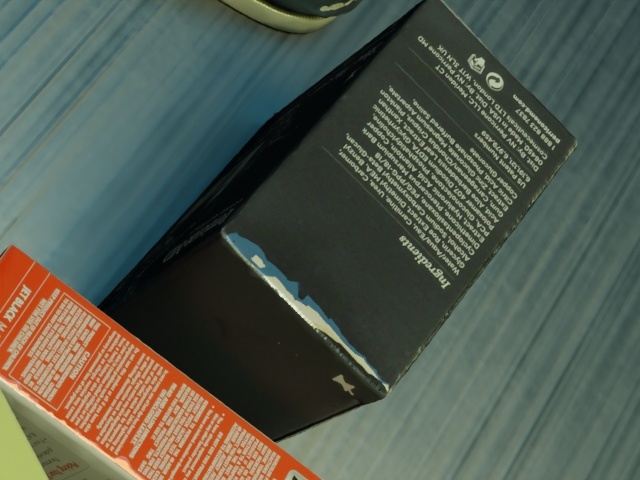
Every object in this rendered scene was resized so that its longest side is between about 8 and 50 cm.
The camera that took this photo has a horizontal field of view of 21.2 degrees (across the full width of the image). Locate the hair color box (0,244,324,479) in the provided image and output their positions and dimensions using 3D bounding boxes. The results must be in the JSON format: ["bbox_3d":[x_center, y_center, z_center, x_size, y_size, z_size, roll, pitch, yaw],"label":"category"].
[{"bbox_3d":[-0.085,0.081,0.684,0.167,0.093,0.053,40,58,-13],"label":"hair color box"}]

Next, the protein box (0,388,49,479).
[{"bbox_3d":[-0.192,0.140,0.574,0.200,0.136,0.201,-28,89,-34],"label":"protein box"}]

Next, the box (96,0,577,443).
[{"bbox_3d":[0.000,0.000,0.725,0.093,0.156,0.158,45,57,-9],"label":"box"}]

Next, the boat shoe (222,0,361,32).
[{"bbox_3d":[-0.079,-0.177,0.787,0.254,0.079,0.095,29,61,-19],"label":"boat shoe"}]
